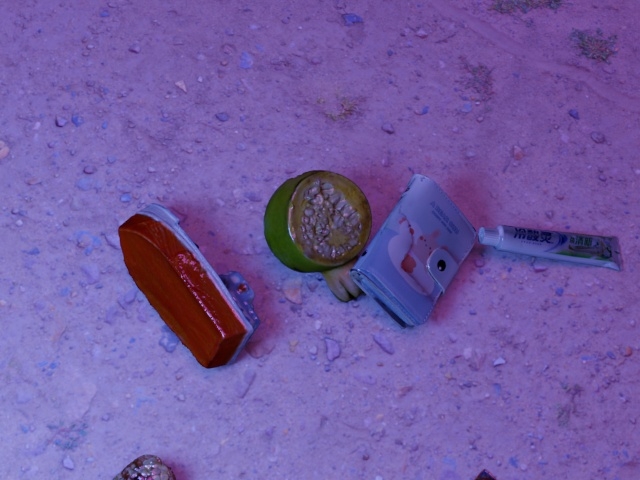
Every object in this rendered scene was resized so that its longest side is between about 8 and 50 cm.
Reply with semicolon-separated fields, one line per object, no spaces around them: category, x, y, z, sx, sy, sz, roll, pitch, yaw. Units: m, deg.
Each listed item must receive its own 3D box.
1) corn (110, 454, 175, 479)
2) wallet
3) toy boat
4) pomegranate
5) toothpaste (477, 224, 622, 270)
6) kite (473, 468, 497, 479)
corn;-0.337;0.441;1.523;0.086;0.086;0.253;40;67;16
wallet;0.174;0.021;1.769;0.176;0.075;0.250;46;59;-18
toy boat;-0.229;0.062;1.720;0.133;0.145;0.332;-23;65;-43
pomegranate;0.003;-0.014;1.778;0.240;0.159;0.190;32;67;-19
toothpaste;0.442;0.008;1.843;0.296;0.048;0.075;7;60;-14
kite;0.286;0.442;1.591;0.189;0.010;0.159;10;42;-17
